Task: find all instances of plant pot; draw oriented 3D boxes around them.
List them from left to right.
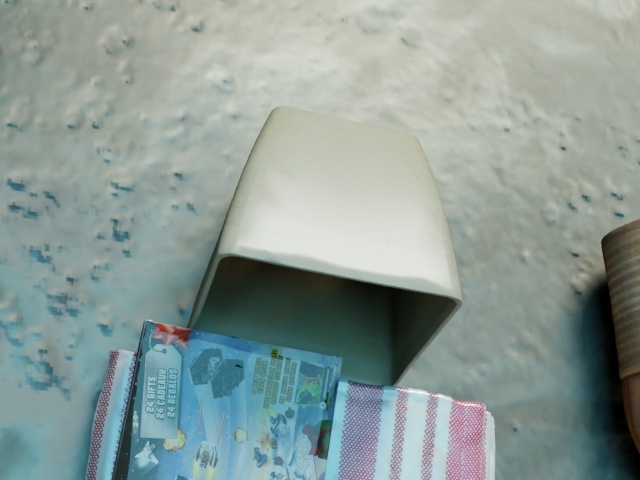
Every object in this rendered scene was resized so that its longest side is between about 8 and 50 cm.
[{"bbox_3d":[0.000,0.000,0.555,0.109,0.109,0.096,11,59,-10],"label":"plant pot"}]

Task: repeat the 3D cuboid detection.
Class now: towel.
[{"bbox_3d":[-0.015,0.135,0.547,0.197,0.029,0.144,10,71,-8],"label":"towel"}]

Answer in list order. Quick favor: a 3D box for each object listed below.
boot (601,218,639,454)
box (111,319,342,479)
[{"bbox_3d":[0.295,0.080,0.592,0.283,0.109,0.220,-8,74,-14],"label":"boot"},{"bbox_3d":[-0.047,0.111,0.517,0.093,0.027,0.137,12,72,-8],"label":"box"}]
